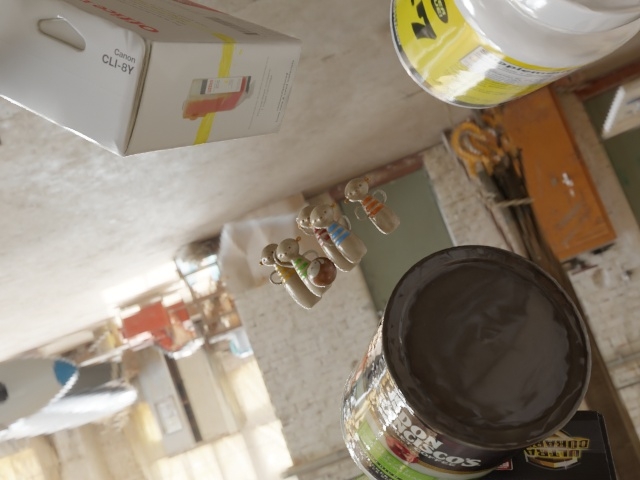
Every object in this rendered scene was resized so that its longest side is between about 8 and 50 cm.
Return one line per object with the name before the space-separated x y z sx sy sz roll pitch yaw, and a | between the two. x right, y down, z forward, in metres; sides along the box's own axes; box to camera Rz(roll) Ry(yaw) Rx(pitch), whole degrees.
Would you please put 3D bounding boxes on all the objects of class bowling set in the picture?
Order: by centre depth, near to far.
bowling set | 0.000 0.000 1.577 0.287 0.154 0.200 -44 174 10

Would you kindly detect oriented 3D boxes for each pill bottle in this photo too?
pill bottle | 0.112 -0.145 0.458 0.119 0.119 0.208 -20 -178 -6

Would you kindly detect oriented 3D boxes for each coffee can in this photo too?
coffee can | 0.140 0.154 0.908 0.201 0.202 0.275 -18 157 -16

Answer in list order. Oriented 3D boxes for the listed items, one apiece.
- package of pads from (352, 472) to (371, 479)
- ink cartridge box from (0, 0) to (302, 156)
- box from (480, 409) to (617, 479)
package of pads | 0.021 0.497 1.371 0.296 0.101 0.229 -34 176 -16
ink cartridge box | -0.247 -0.256 1.217 0.384 0.279 0.161 -22 133 -61
box | 0.210 0.337 1.014 0.295 0.073 0.293 0 -142 8
